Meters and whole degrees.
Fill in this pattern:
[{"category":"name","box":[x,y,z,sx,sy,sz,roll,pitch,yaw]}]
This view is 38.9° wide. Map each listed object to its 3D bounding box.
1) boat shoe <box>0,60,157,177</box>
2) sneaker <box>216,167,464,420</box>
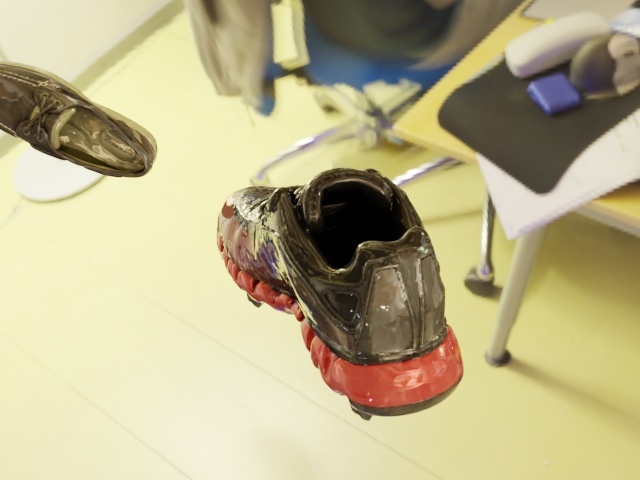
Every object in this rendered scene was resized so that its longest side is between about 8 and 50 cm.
[{"category":"boat shoe","box":[-0.280,-0.129,0.978,0.080,0.224,0.073,-63,18,7]},{"category":"sneaker","box":[0.001,0.000,0.619,0.098,0.135,0.276,-17,29,-21]}]
